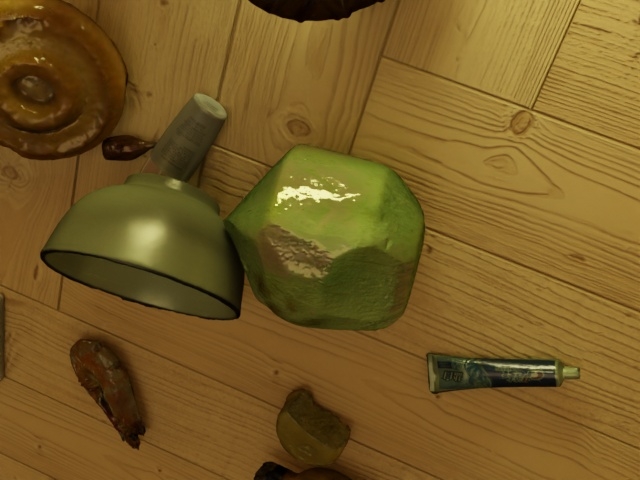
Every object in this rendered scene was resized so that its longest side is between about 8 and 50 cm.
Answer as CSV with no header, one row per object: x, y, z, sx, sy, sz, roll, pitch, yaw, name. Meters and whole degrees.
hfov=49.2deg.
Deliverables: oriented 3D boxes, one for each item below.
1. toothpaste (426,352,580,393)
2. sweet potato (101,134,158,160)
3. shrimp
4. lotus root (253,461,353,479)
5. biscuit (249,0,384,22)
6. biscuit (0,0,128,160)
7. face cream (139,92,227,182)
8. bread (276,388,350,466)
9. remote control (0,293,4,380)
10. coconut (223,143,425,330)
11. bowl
0.324,0.237,1.255,0.268,0.047,0.069,-4,124,23,toothpaste
-0.346,-0.173,1.285,0.117,0.049,0.049,-4,111,12,sweet potato
-0.465,0.344,1.544,0.154,0.062,0.294,-9,107,34,shrimp
0.002,0.557,1.431,0.310,0.183,0.183,38,118,6,lotus root
0.010,-0.444,0.932,0.332,0.103,0.332,-10,144,-7,biscuit
-0.479,-0.265,1.186,0.296,0.102,0.296,-8,130,-10,biscuit
-0.244,-0.168,1.249,0.084,0.057,0.198,38,120,-9,face cream
-0.024,0.385,1.405,0.156,0.086,0.125,39,125,2,bread
-0.772,0.216,1.594,0.103,0.034,0.250,19,116,9,remote control
0.000,0.000,1.125,0.328,0.281,0.328,14,154,7,coconut
-0.285,0.002,1.226,0.354,0.354,0.185,11,72,13,bowl
